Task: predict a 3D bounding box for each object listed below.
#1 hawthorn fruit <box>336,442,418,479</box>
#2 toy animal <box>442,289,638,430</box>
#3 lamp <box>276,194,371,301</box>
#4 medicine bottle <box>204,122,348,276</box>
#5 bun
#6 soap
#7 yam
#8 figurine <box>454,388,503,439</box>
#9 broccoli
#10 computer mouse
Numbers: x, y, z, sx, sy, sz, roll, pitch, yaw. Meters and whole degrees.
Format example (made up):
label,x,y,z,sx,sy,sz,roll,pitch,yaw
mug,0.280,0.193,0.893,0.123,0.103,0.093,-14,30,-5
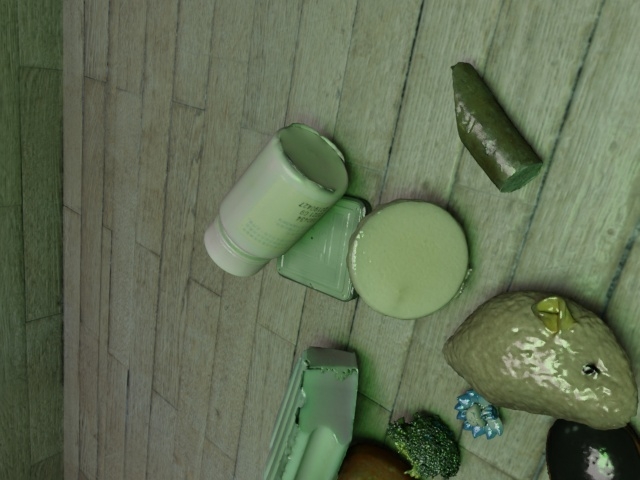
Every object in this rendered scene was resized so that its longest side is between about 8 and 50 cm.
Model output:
label,x,y,z,sx,sy,sz,roll,pitch,yaw
hawthorn fruit,0.159,0.618,1.231,0.251,0.199,0.199,11,107,18
toy animal,0.394,0.207,0.939,0.358,0.188,0.227,-1,88,40
lamp,0.000,0.000,1.308,0.269,0.047,0.266,18,106,37
medicine bottle,-0.119,-0.085,1.225,0.378,0.213,0.213,-43,72,34
bun,0.176,0.031,1.091,0.175,0.263,0.263,-130,37,-78
soap,-0.030,0.500,1.291,0.156,0.261,0.446,13,113,-8
yam,0.320,-0.219,0.966,0.106,0.106,0.259,-42,71,37
figurine,0.338,0.381,1.088,0.114,0.079,0.114,12,111,32
broccoli,0.240,0.490,1.175,0.160,0.167,0.154,102,165,-53
computer mouse,0.529,0.478,0.933,0.183,0.116,0.323,-14,91,45
